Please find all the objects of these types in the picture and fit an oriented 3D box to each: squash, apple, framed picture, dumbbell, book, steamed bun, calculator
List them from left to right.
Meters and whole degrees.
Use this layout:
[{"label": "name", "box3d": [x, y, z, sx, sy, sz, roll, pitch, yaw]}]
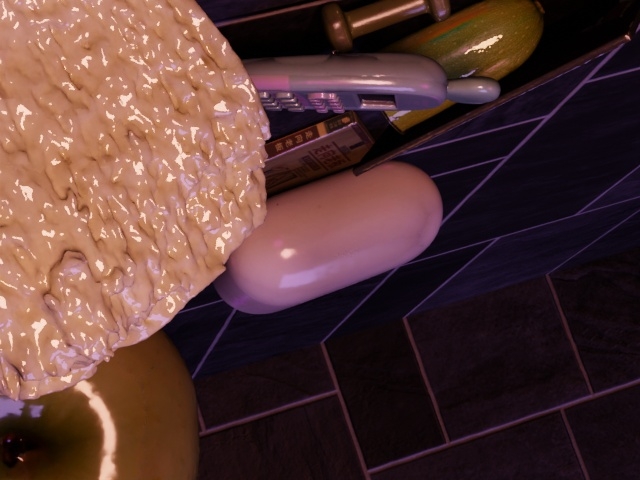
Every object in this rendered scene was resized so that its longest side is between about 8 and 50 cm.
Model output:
[{"label": "apple", "box3d": [-0.372, 0.234, 1.600, 0.473, 0.474, 0.473, -18, 168, -4]}, {"label": "steamed bun", "box3d": [-0.181, -0.058, 0.979, 0.272, 0.290, 0.273, -22, -173, -15]}, {"label": "book", "box3d": [-0.048, -0.092, 1.618, 0.230, 0.026, 0.161, -21, 168, 8]}, {"label": "calculator", "box3d": [0.018, -0.147, 1.228, 0.298, 0.041, 0.185, 0, 180, 5]}, {"label": "dumbbell", "box3d": [0.060, -0.209, 1.198, 0.117, 0.052, 0.046, -20, -158, 2]}, {"label": "squash", "box3d": [0.142, -0.191, 1.333, 0.188, 0.095, 0.095, -27, 166, 20]}, {"label": "framed picture", "box3d": [0.199, -0.180, 1.389, 0.323, 0.013, 0.244, -25, -165, 29]}]

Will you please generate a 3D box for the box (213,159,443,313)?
[{"label": "box", "box3d": [0.000, 0.001, 1.750, 0.288, 0.141, 0.349, -19, 177, -13]}]
